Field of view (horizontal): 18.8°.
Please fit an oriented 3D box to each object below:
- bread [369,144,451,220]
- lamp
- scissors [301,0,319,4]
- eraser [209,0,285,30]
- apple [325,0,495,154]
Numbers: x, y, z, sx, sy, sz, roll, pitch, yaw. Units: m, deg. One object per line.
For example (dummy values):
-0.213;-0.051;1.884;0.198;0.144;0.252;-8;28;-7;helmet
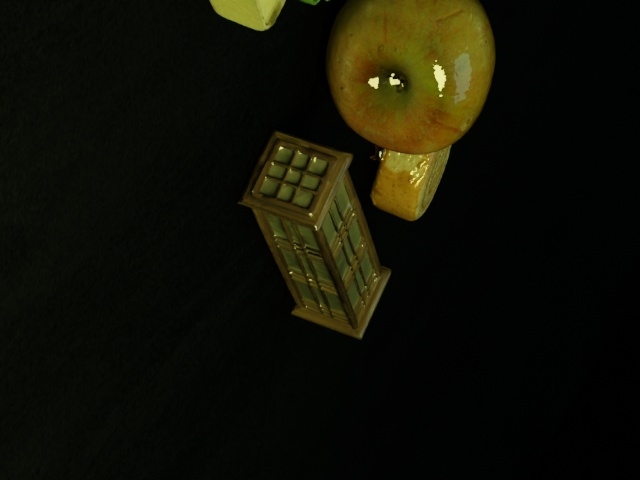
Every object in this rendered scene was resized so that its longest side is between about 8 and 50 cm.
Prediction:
0.107;-0.101;2.239;0.122;0.073;0.149;-12;123;-76;bread
0.000;0.000;1.987;0.325;0.089;0.090;70;42;-65;lamp
0.020;-0.320;1.794;0.101;0.027;0.204;-38;145;-70;scissors
-0.040;-0.274;1.608;0.172;0.058;0.117;-65;162;-17;eraser
0.092;-0.183;1.924;0.155;0.182;0.182;-54;158;-62;apple
